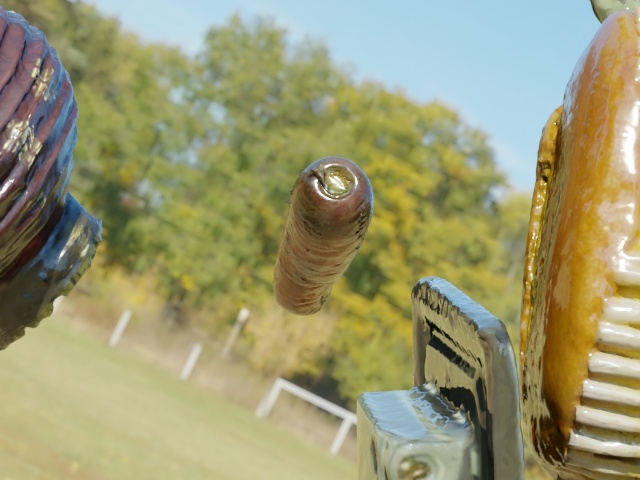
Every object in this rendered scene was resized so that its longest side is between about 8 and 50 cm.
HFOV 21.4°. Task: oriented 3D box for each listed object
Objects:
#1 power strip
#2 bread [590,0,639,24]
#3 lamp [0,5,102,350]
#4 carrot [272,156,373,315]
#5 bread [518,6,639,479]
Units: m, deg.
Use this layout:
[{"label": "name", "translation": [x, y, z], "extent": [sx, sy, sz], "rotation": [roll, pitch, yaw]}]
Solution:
[{"label": "power strip", "translation": [0.055, 0.156, 0.909], "extent": [0.092, 0.257, 0.251], "rotation": [-2, 3, 2]}, {"label": "bread", "translation": [0.347, -0.209, 1.621], "extent": [0.064, 0.172, 0.232], "rotation": [-15, -79, 57]}, {"label": "lamp", "translation": [-0.246, -0.039, 1.020], "extent": [0.247, 0.247, 0.247], "rotation": [26, -5, 2]}, {"label": "carrot", "translation": [0.000, 0.000, 1.175], "extent": [0.060, 0.060, 0.186], "rotation": [26, -27, 4]}, {"label": "bread", "translation": [0.195, 0.009, 0.973], "extent": [0.156, 0.288, 0.204], "rotation": [8, -15, 7]}]
